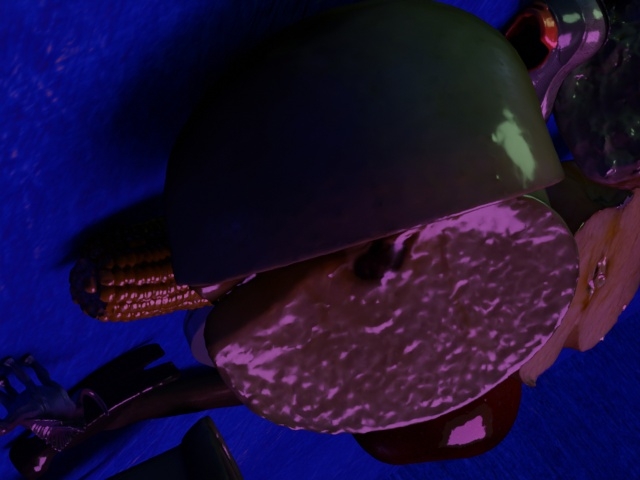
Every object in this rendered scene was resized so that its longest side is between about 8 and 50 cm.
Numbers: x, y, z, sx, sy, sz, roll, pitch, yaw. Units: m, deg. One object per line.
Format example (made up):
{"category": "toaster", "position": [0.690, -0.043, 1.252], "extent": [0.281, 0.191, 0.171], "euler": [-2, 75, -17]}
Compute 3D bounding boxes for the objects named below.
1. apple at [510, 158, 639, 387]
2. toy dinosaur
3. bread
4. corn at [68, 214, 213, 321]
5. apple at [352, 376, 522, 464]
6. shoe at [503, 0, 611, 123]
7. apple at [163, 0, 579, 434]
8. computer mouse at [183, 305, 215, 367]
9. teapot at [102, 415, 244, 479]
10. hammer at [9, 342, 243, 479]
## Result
{"category": "apple", "position": [0.245, 0.011, 2.142], "extent": [0.293, 0.163, 0.251], "euler": [-24, 135, -54]}
{"category": "toy dinosaur", "position": [-0.227, 0.133, 1.548], "extent": [0.045, 0.080, 0.197], "euler": [-43, 166, 14]}
{"category": "bread", "position": [0.310, -0.152, 1.740], "extent": [0.196, 0.176, 0.246], "euler": [-28, 173, 18]}
{"category": "corn", "position": [-0.084, 0.011, 1.454], "extent": [0.238, 0.080, 0.080], "euler": [-16, 157, -34]}
{"category": "apple", "position": [0.132, 0.165, 2.274], "extent": [0.218, 0.201, 0.218], "euler": [-14, 173, -2]}
{"category": "shoe", "position": [0.169, -0.145, 1.650], "extent": [0.077, 0.074, 0.194], "euler": [-10, 150, -38]}
{"category": "apple", "position": [0.028, -0.031, 1.287], "extent": [0.258, 0.233, 0.295], "euler": [-18, 147, 4]}
{"category": "computer mouse", "position": [-0.005, -0.003, 1.619], "extent": [0.288, 0.097, 0.159], "euler": [-46, 161, -7]}
{"category": "teapot", "position": [-0.227, 0.325, 1.951], "extent": [0.337, 0.200, 0.270], "euler": [-25, -155, -1]}
{"category": "hammer", "position": [-0.145, 0.157, 1.930], "extent": [0.168, 0.044, 0.440], "euler": [-39, 167, 16]}
